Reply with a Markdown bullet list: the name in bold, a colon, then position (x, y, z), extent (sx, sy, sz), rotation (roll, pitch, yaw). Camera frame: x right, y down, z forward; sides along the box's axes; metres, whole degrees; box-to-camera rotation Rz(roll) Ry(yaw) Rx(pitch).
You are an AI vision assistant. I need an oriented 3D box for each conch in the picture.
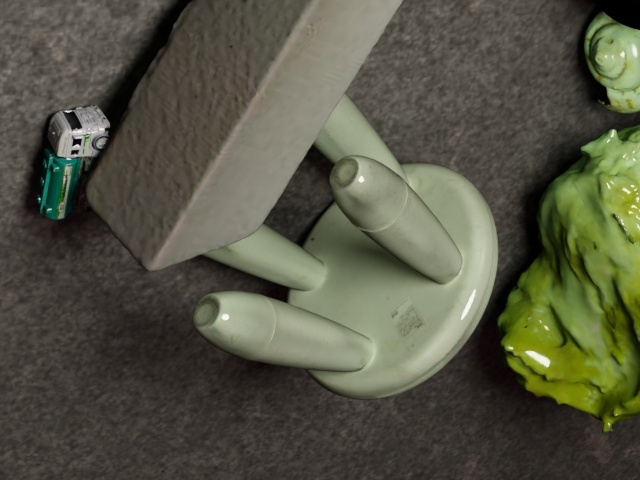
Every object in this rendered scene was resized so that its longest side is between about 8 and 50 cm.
- **conch**: position (0.279, -0.148, 1.582), extent (0.170, 0.079, 0.106), rotation (-10, 149, -34)

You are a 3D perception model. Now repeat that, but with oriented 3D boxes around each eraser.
- **eraser**: position (-0.029, -0.141, 1.335), extent (0.077, 0.111, 0.352), rotation (17, 111, -46)

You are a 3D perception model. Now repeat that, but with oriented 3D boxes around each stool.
- **stool**: position (0.000, 0.000, 1.456), extent (0.195, 0.195, 0.199), rotation (-46, 135, 15)

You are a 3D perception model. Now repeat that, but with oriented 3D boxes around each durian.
- **durian**: position (0.307, -0.001, 1.634), extent (0.340, 0.204, 0.256), rotation (-29, 146, -10)

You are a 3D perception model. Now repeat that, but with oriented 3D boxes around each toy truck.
- **toy truck**: position (-0.178, -0.055, 1.406), extent (0.044, 0.039, 0.083), rotation (-5, 130, -26)

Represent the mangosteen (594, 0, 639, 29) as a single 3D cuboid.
- **mangosteen**: position (0.259, -0.222, 1.469), extent (0.137, 0.137, 0.151), rotation (-44, 171, 12)
